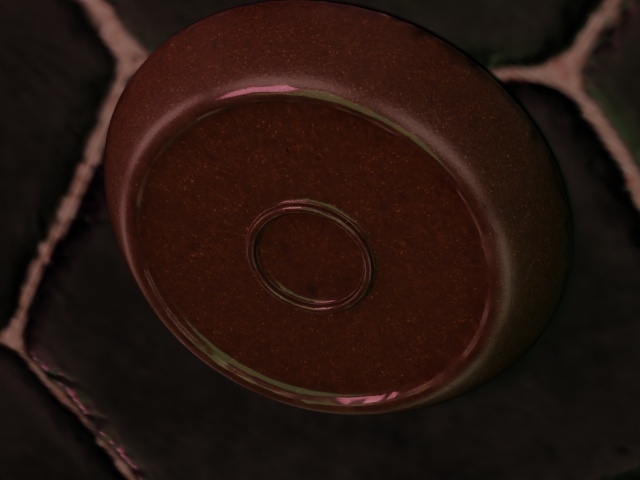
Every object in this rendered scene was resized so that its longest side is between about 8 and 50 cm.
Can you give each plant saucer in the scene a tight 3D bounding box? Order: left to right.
[{"bbox_3d":[0.000,0.000,0.543,0.169,0.029,0.168,9,126,12],"label":"plant saucer"}]
